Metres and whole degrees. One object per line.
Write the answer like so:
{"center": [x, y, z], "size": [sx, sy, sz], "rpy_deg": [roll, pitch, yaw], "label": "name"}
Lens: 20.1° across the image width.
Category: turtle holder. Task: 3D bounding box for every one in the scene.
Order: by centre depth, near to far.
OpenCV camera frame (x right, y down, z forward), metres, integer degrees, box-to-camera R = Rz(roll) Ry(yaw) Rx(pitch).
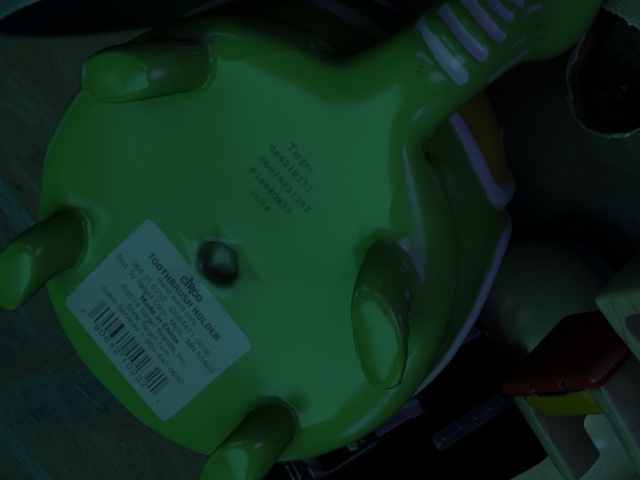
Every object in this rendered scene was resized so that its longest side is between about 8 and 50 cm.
{"center": [-0.007, -0.044, 0.964], "size": [0.243, 0.227, 0.320], "rpy_deg": [25, 121, 20], "label": "turtle holder"}

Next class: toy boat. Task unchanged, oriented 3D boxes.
{"center": [0.178, 0.147, 1.234], "size": [0.318, 0.148, 0.267], "rpy_deg": [59, 146, 2], "label": "toy boat"}

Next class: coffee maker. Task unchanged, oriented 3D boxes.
{"center": [0.046, 0.147, 1.111], "size": [0.120, 0.178, 0.171], "rpy_deg": [7, 117, 52], "label": "coffee maker"}

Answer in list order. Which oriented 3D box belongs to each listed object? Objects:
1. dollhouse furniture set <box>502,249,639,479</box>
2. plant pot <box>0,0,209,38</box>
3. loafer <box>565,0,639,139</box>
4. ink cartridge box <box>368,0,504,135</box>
{"center": [0.239, 0.001, 0.913], "size": [0.152, 0.201, 0.374], "rpy_deg": [52, 157, -10], "label": "dollhouse furniture set"}
{"center": [-0.048, -0.231, 0.951], "size": [0.293, 0.293, 0.196], "rpy_deg": [-10, 91, 57], "label": "plant pot"}
{"center": [0.199, -0.128, 0.900], "size": [0.102, 0.092, 0.268], "rpy_deg": [40, 150, 12], "label": "loafer"}
{"center": [0.000, 0.000, 1.217], "size": [0.165, 0.065, 0.332], "rpy_deg": [51, 139, 30], "label": "ink cartridge box"}
